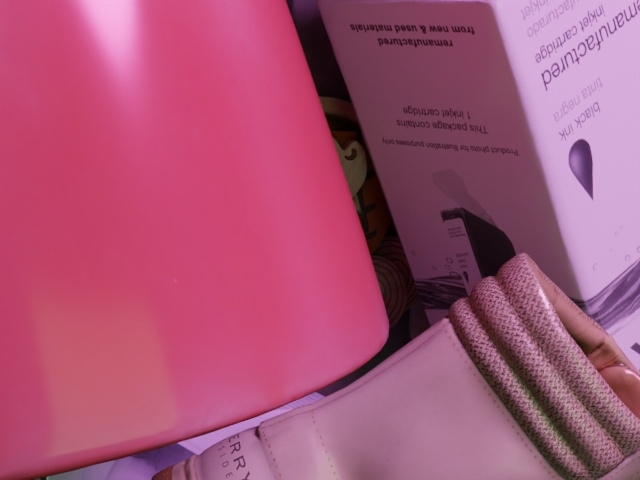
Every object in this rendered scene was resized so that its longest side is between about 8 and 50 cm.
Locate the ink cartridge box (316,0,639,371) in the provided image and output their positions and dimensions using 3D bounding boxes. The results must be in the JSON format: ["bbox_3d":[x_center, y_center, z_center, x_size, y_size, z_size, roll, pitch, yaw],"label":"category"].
[{"bbox_3d":[0.138,-0.037,0.874,0.197,0.114,0.273,-38,121,-33],"label":"ink cartridge box"}]

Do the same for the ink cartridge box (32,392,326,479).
[{"bbox_3d":[-0.095,0.180,0.808,0.224,0.045,0.223,-2,101,-36],"label":"ink cartridge box"}]

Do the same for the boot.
[{"bbox_3d":[0.078,0.143,0.794,0.203,0.095,0.262,-34,117,8],"label":"boot"}]

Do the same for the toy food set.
[{"bbox_3d":[0.000,0.000,0.842,0.192,0.038,0.132,-4,103,-36],"label":"toy food set"}]

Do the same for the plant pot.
[{"bbox_3d":[-0.130,-0.062,0.610,0.275,0.275,0.243,-15,100,-33],"label":"plant pot"}]
